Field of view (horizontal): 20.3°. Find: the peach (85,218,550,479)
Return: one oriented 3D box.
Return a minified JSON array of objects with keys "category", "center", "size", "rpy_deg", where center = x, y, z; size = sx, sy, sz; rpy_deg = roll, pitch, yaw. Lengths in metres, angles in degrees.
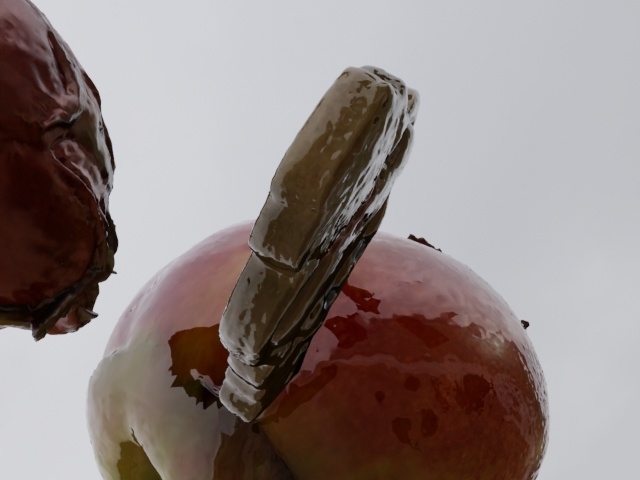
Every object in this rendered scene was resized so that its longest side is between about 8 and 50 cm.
[{"category":"peach","center":[0.003,0.137,1.459],"size":[0.370,0.370,0.370],"rpy_deg":[-35,-33,-27]}]

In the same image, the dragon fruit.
[{"category":"dragon fruit","center":[-0.283,-0.063,1.159],"size":[0.342,0.277,0.277],"rpy_deg":[9,-62,-28]}]

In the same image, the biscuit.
[{"category":"biscuit","center":[-0.004,0.008,1.073],"size":[0.183,0.047,0.320],"rpy_deg":[-48,-13,-44]}]
